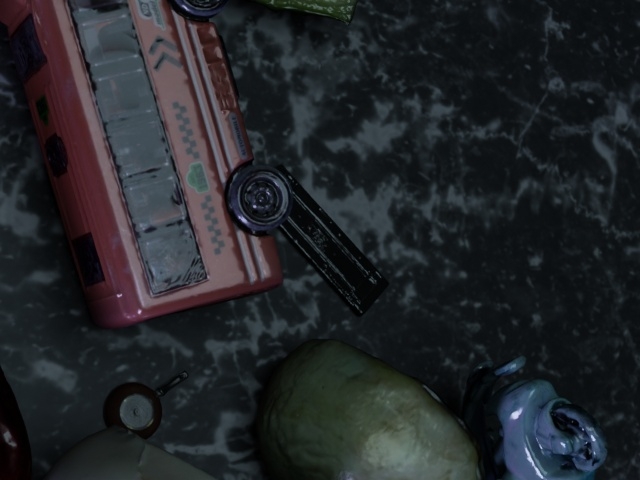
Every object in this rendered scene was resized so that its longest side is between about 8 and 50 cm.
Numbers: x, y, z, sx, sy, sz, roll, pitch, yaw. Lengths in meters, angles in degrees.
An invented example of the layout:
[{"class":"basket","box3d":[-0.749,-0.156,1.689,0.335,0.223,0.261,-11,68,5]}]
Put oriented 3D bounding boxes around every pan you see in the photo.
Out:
[{"class":"pan","box3d":[-0.191,0.180,1.754,0.115,0.023,0.068,-37,96,-27]}]

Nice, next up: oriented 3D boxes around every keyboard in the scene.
[{"class":"keyboard","box3d":[0.000,0.000,1.894,0.204,0.013,0.061,48,63,-10]}]

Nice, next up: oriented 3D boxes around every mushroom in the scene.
[{"class":"mushroom","box3d":[0.047,0.245,1.767,0.267,0.189,0.164,49,60,-9]}]

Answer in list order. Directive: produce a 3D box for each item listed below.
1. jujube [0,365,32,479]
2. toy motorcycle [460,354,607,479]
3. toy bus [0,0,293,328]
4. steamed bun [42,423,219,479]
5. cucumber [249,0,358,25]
[{"class":"jujube","box3d":[-0.394,0.186,1.563,0.183,0.183,0.243,-24,76,-29]},{"class":"toy motorcycle","box3d":[0.245,0.255,1.841,0.154,0.260,0.206,-23,49,-29]},{"class":"toy bus","box3d":[-0.199,-0.124,1.716,0.233,0.203,0.427,-17,90,-24]},{"class":"steamed bun","box3d":[-0.188,0.361,1.574,0.309,0.309,0.309,6,77,-26]},{"class":"cucumber","box3d":[-0.098,-0.359,1.872,0.325,0.105,0.145,12,91,-24]}]
